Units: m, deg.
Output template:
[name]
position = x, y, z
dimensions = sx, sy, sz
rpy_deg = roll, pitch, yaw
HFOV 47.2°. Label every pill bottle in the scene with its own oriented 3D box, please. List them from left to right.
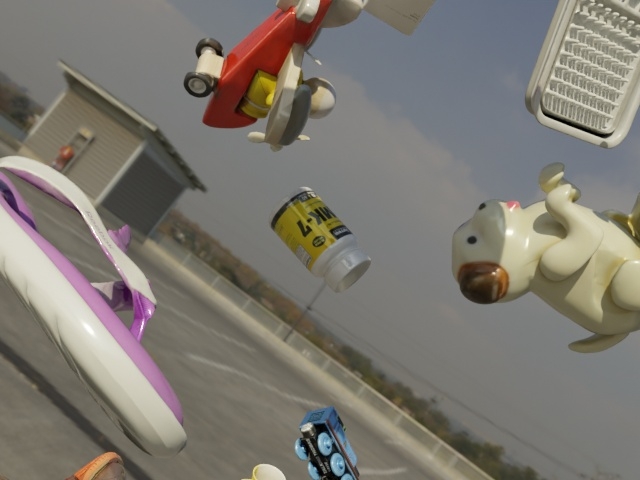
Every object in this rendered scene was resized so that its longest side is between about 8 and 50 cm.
[pill bottle]
position = 0.000, 0.000, 1.501
dimensions = 0.208, 0.119, 0.119
rpy_deg = 47, -3, 19

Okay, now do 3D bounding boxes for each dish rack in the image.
[dish rack]
position = 0.512, -0.357, 1.359
dimensions = 0.285, 0.333, 0.072
rpy_deg = 10, 13, -35

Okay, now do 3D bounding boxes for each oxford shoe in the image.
[oxford shoe]
position = -0.369, 0.437, 1.159
dimensions = 0.133, 0.130, 0.364
rpy_deg = 51, -2, 3

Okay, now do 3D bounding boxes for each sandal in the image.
[sandal]
position = -0.205, 0.002, 0.576
dimensions = 0.416, 0.102, 0.169
rpy_deg = 35, -24, 41

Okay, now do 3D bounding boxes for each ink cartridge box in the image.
[ink cartridge box]
position = 0.203, -0.559, 1.364
dimensions = 0.117, 0.207, 0.283
rpy_deg = 26, -40, -12

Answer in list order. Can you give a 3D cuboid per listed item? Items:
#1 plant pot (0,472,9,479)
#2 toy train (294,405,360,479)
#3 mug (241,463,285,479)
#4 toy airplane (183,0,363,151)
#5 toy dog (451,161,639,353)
[plant pot]
position = -0.340, 0.246, 0.635
dimensions = 0.237, 0.110, 0.237
rpy_deg = 32, -16, 10
[toy train]
position = 0.021, 0.416, 1.412
dimensions = 0.184, 0.080, 0.105
rpy_deg = 62, 30, -13
[mug]
position = -0.110, 0.447, 1.322
dimensions = 0.078, 0.064, 0.062
rpy_deg = 23, 21, -1
[toy airplane]
position = -0.055, -0.360, 1.462
dimensions = 0.272, 0.386, 0.384
rpy_deg = 38, -6, -29
[toy dog]
position = 0.471, 0.031, 1.493
dimensions = 0.407, 0.285, 0.396
rpy_deg = 8, -51, 2
